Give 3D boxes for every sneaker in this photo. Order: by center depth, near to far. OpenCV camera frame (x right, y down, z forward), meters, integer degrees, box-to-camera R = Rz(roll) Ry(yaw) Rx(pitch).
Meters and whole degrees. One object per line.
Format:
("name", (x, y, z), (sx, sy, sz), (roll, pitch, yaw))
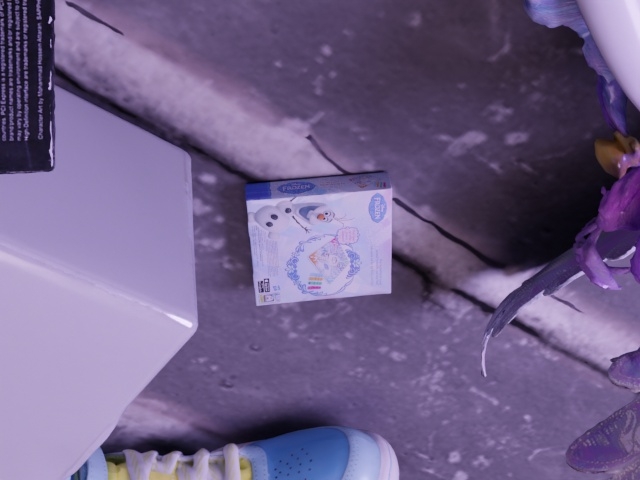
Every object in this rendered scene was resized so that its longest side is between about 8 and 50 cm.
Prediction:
("sneaker", (-0.119, 0.185, 0.828), (0.319, 0.127, 0.208), (-28, 130, 16))

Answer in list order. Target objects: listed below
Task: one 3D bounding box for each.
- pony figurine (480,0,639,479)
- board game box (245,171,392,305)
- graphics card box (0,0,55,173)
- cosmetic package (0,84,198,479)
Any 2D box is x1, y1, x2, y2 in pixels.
("pony figurine", (0.230, -0.037, 0.609), (0.351, 0.303, 0.363), (-25, 115, 4))
("board game box", (0.000, 0.000, 0.747), (0.090, 0.020, 0.090), (-4, 131, -3))
("graphics card box", (-0.280, -0.135, 0.398), (0.371, 0.094, 0.232), (-4, 101, -25))
("cosmetic package", (-0.312, -0.022, 0.595), (0.453, 0.161, 0.230), (27, 122, -27))
